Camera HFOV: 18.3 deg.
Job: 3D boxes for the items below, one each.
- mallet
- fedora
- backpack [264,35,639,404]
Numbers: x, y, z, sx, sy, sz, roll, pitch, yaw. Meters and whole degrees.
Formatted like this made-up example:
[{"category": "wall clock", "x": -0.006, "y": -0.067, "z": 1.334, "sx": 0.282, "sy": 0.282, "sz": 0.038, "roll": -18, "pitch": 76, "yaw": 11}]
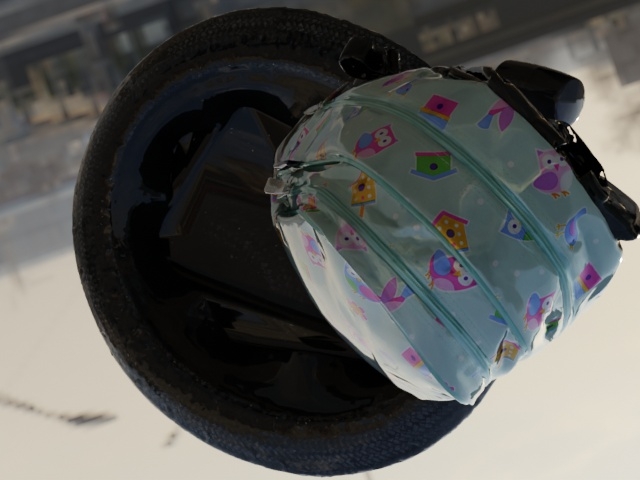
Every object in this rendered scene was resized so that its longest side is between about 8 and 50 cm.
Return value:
[{"category": "mallet", "x": 0.153, "y": -0.030, "z": 1.382, "sx": 0.062, "sy": 0.189, "sz": 0.039, "roll": 11, "pitch": -158, "yaw": 41}, {"category": "fedora", "x": 0.000, "y": 0.000, "z": 1.374, "sx": 0.334, "sy": 0.334, "sz": 0.152, "roll": -18, "pitch": 174, "yaw": 21}, {"category": "backpack", "x": 0.050, "y": -0.002, "z": 0.796, "sx": 0.115, "sy": 0.152, "sz": 0.182, "roll": -49, "pitch": -172, "yaw": -7}]
